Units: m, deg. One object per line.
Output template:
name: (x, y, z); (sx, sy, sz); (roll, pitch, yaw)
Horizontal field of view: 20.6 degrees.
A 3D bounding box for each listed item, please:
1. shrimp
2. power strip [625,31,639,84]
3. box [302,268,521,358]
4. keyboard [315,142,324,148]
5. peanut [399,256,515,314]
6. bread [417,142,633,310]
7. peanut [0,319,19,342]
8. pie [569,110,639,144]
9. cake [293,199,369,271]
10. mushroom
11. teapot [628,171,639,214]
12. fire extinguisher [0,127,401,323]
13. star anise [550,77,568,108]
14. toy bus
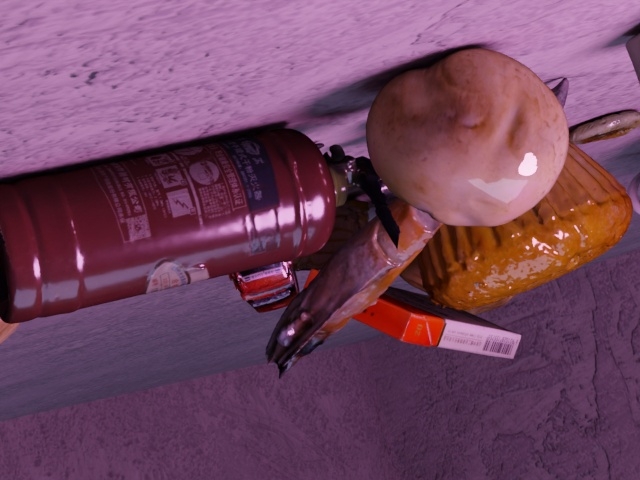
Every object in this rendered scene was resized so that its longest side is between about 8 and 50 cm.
shrimp: (0.061, 0.012, 1.711); (0.317, 0.062, 0.164); (-45, 175, 19)
power strip: (0.335, -0.173, 1.191); (0.091, 0.062, 0.385); (-16, 175, -20)
box: (0.101, 0.081, 1.875); (0.139, 0.035, 0.245); (23, -174, 33)
keyboard: (-0.093, -0.054, 1.407); (0.202, 0.011, 0.067); (-11, 171, -36)
peanut: (0.167, 0.018, 2.080); (0.147, 0.147, 0.305); (-17, 174, 11)
bread: (0.206, -0.018, 1.827); (0.240, 0.139, 0.240); (-20, 177, -1)
peanut: (-0.292, 0.043, 1.364); (0.140, 0.109, 0.159); (-3, -176, -10)
pie: (0.288, -0.113, 1.769); (0.085, 0.017, 0.085); (-15, 174, -2)
cake: (0.000, -0.004, 1.870); (0.116, 0.080, 0.185); (-2, -176, 4)
mushroom: (0.105, -0.073, 1.265); (0.148, 0.112, 0.148); (17, 148, 11)
teapot: (0.469, -0.077, 2.164); (0.226, 0.092, 0.145); (-11, 170, -24)
fire extinguisher: (-0.071, -0.013, 1.294); (0.344, 0.138, 0.102); (-12, 131, -20)
star anise: (0.123, -0.080, 1.469); (0.180, 0.061, 0.204); (-19, 173, 27)
toy bus: (-0.057, 0.018, 1.741); (0.073, 0.096, 0.235); (-18, 175, 0)
